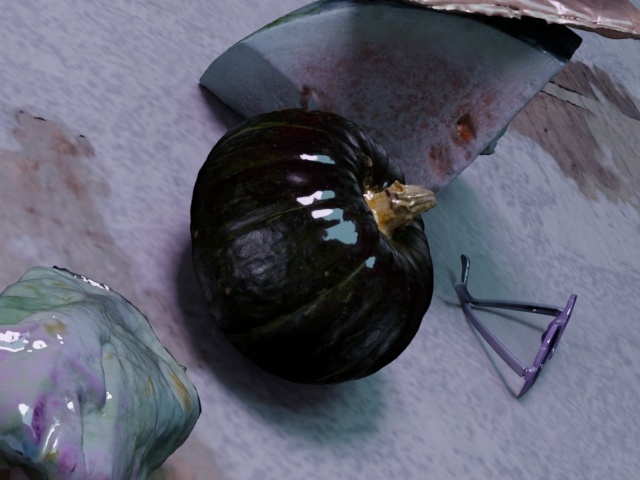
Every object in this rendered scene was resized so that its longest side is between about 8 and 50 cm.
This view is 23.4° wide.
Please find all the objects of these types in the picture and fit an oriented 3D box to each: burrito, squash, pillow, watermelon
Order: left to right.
[{"bbox_3d":[-0.130,0.079,0.773,0.144,0.089,0.229,43,8,-5],"label":"burrito"},{"bbox_3d":[-0.005,0.003,1.033,0.193,0.156,0.193,18,62,-36],"label":"squash"},{"bbox_3d":[0.094,-0.097,1.225,0.319,0.289,0.214,12,81,-41],"label":"watermelon"},{"bbox_3d":[0.132,-0.184,1.129,0.211,0.034,0.135,8,22,-14],"label":"pillow"}]

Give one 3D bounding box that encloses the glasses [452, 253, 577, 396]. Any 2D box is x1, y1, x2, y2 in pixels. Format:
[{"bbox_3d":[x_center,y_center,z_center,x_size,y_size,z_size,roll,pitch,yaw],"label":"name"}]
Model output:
[{"bbox_3d":[0.148,0.064,1.277,0.103,0.063,0.140,24,26,11],"label":"glasses"}]
